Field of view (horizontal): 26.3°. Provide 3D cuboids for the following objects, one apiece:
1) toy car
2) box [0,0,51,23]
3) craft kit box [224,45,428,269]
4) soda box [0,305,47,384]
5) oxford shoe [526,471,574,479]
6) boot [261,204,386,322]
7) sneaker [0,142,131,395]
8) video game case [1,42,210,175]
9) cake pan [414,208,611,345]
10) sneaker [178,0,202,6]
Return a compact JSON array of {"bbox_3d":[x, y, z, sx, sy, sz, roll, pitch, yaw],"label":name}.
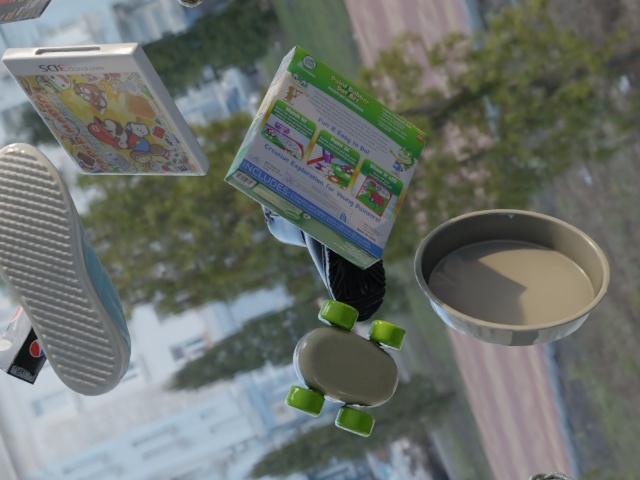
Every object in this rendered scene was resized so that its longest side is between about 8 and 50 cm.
[{"bbox_3d":[0.016,0.178,1.924,0.155,0.149,0.188,-69,14,-10],"label":"toy car"},{"bbox_3d":[-0.435,-0.418,1.923,0.242,0.307,0.076,-23,-105,-48],"label":"box"},{"bbox_3d":[0.014,-0.123,2.003,0.250,0.247,0.061,34,148,-15],"label":"craft kit box"},{"bbox_3d":[-0.417,0.123,2.028,0.060,0.169,0.053,23,173,45],"label":"soda box"},{"bbox_3d":[0.348,0.412,2.071,0.449,0.169,0.130,65,-164,-84],"label":"oxford shoe"},{"bbox_3d":[0.000,0.000,2.137,0.207,0.094,0.246,7,119,67],"label":"boot"},{"bbox_3d":[-0.369,0.042,1.931,0.150,0.135,0.366,-16,-92,-88],"label":"sneaker"},{"bbox_3d":[-0.277,-0.166,1.786,0.227,0.206,0.026,61,-140,-45],"label":"video game case"},{"bbox_3d":[0.287,0.058,2.069,0.293,0.293,0.054,-114,18,-51],"label":"cake pan"},{"bbox_3d":[-0.230,-0.533,2.079,0.182,0.158,0.410,-108,-1,-49],"label":"sneaker"}]
